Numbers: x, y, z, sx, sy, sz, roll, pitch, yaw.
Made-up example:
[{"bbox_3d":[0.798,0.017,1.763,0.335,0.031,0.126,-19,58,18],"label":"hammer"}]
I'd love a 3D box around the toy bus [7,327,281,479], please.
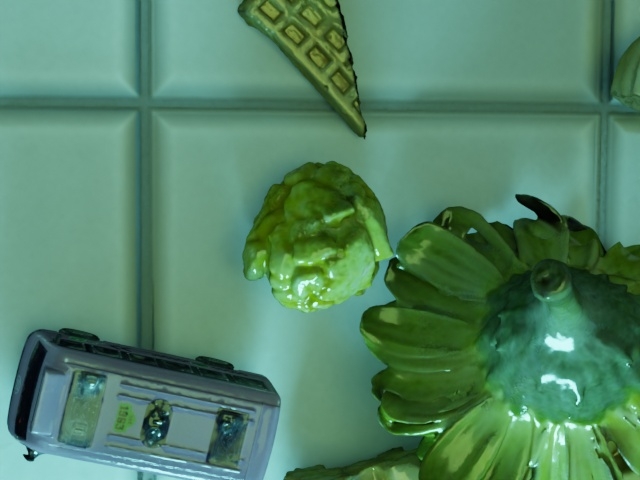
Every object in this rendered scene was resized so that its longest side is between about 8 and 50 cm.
[{"bbox_3d":[-0.136,0.132,1.036,0.198,0.108,0.096,14,91,-15],"label":"toy bus"}]

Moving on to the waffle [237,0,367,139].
[{"bbox_3d":[0.015,-0.167,1.095,0.097,0.023,0.153,-45,102,-6],"label":"waffle"}]

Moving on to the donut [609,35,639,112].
[{"bbox_3d":[0.330,-0.131,1.151,0.166,0.065,0.108,23,72,-5],"label":"donut"}]

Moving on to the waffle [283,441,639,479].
[{"bbox_3d":[0.158,0.300,1.144,0.348,0.077,0.304,-14,99,-13],"label":"waffle"}]

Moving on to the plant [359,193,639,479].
[{"bbox_3d":[0.178,0.055,1.035,0.305,0.261,0.297,-15,128,10],"label":"plant"}]

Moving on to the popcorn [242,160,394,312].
[{"bbox_3d":[0.000,0.000,1.069,0.106,0.116,0.121,35,41,-43],"label":"popcorn"}]
